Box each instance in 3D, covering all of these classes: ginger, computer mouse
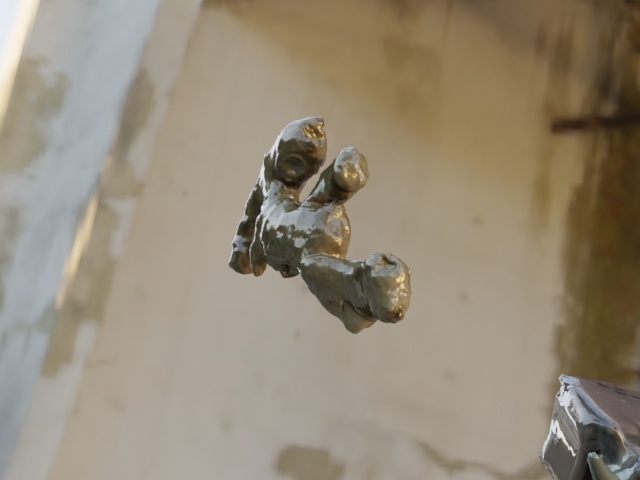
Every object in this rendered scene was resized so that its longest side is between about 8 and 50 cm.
[{"bbox_3d":[0.002,-0.016,1.510,0.065,0.149,0.258,7,11,-29],"label":"ginger"},{"bbox_3d":[0.228,0.168,1.151,0.199,0.115,0.389,48,-1,35],"label":"computer mouse"}]
